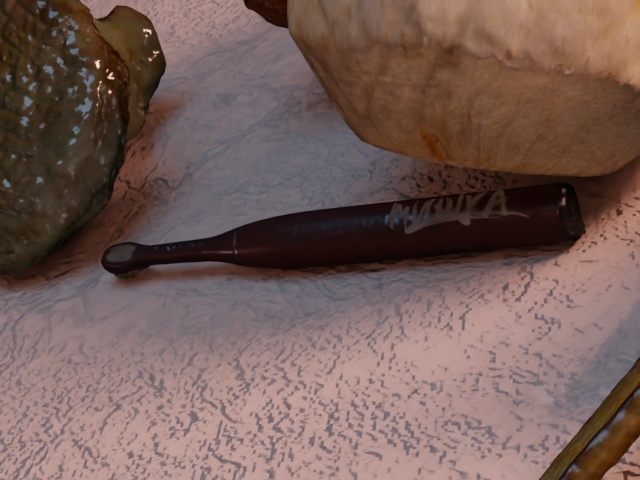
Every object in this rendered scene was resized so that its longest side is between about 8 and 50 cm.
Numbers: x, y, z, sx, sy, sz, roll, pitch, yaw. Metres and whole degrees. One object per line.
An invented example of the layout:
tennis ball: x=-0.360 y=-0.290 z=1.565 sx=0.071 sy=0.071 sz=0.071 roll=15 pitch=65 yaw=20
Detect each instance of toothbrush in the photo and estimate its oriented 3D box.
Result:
toothbrush: x=0.000 y=-0.001 z=0.946 sx=0.364 sy=0.041 sz=0.041 roll=-6 pitch=34 yaw=27

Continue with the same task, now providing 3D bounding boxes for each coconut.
coconut: x=0.132 y=-0.204 z=0.881 sx=0.328 sy=0.329 sz=0.329 roll=-17 pitch=31 yaw=11

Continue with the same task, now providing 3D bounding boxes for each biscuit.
biscuit: x=0.108 y=0.089 z=0.573 sx=0.016 sy=0.231 sz=0.139 roll=41 pitch=87 yaw=12

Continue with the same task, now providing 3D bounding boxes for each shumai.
shumai: x=-0.214 y=-0.087 z=1.163 sx=0.222 sy=0.203 sz=0.272 roll=-6 pitch=70 yaw=31

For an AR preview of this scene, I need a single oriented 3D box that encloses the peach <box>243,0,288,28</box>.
peach: x=0.054 y=-0.245 z=1.111 sx=0.256 sy=0.232 sz=0.232 roll=-25 pitch=29 yaw=-20
